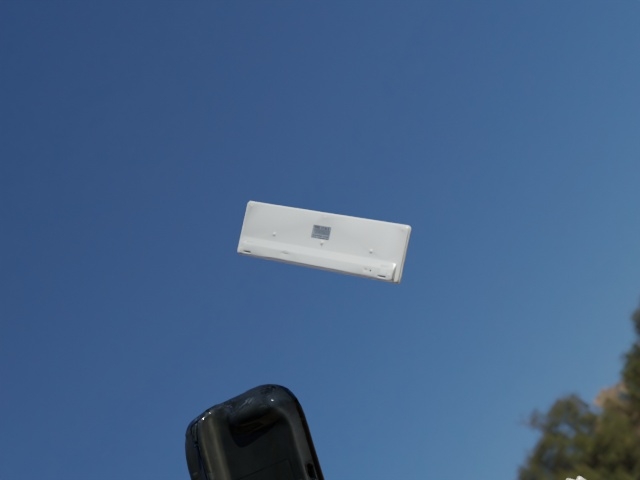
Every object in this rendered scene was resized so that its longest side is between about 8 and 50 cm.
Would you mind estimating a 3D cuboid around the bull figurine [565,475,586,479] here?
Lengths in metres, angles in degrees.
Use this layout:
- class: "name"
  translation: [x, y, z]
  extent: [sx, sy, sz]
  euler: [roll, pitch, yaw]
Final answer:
- class: "bull figurine"
  translation: [0.314, 0.442, 1.678]
  extent: [0.310, 0.188, 0.101]
  euler: [-52, -12, -11]

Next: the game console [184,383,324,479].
- class: "game console"
  translation: [0.003, 0.269, 0.903]
  extent: [0.213, 0.361, 0.044]
  euler: [-25, -17, 25]

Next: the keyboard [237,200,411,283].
- class: "keyboard"
  translation: [0.000, 0.000, 1.723]
  extent: [0.014, 0.256, 0.072]
  euler: [26, -103, -53]
